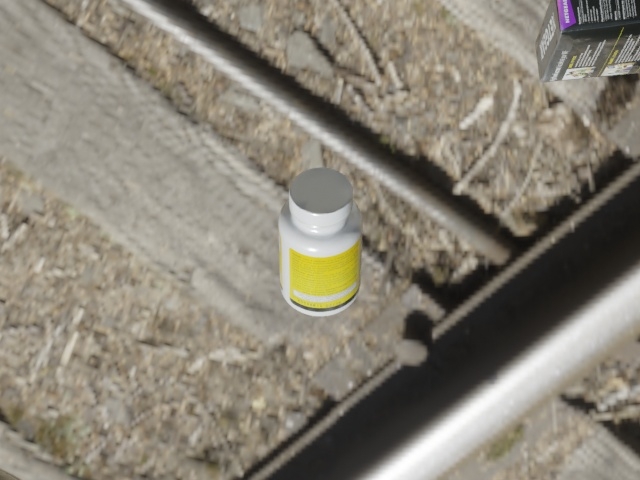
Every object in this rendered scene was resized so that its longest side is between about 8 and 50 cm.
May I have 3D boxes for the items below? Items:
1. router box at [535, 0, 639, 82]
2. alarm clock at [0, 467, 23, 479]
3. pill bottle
[{"bbox_3d":[0.271,-0.191,1.379,0.133,0.179,0.046,-6,81,1],"label":"router box"},{"bbox_3d":[-0.124,0.098,0.337,0.129,0.064,0.192,10,140,-30],"label":"alarm clock"},{"bbox_3d":[0.000,0.000,1.161,0.065,0.065,0.116,4,141,3],"label":"pill bottle"}]
